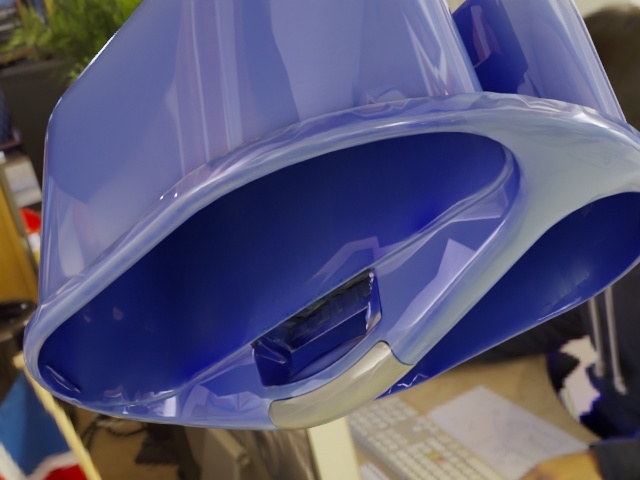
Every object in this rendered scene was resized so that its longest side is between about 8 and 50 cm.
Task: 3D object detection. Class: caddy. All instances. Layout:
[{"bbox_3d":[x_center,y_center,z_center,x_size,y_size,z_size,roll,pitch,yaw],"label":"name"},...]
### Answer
[{"bbox_3d":[0.000,0.000,0.516,0.241,0.179,0.341,14,-34,-36],"label":"caddy"}]
